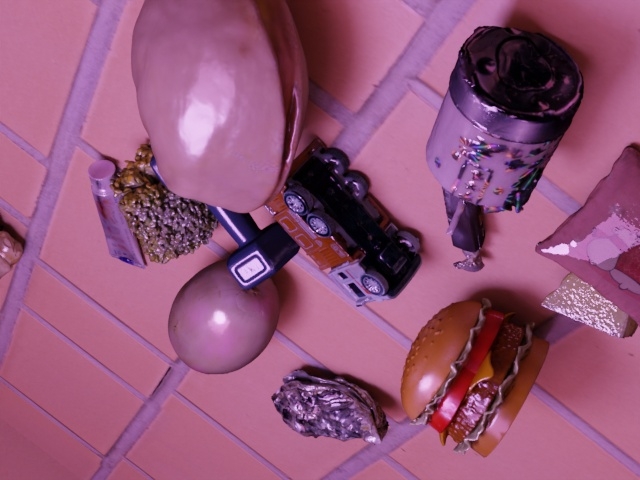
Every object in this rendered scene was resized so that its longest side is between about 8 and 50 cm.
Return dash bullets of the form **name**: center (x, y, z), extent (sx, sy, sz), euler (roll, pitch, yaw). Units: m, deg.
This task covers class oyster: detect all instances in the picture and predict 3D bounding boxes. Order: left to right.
- **oyster**: center (0.026, 0.386, 2.172), extent (0.162, 0.158, 0.351), euler (23, 173, -43)

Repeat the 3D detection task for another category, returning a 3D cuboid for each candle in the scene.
- **candle**: center (0.250, -0.144, 1.407), extent (0.187, 0.187, 0.330), euler (29, 143, 10)

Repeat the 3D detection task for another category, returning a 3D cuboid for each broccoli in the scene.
- **broccoli**: center (-0.349, -0.065, 1.950), extent (0.273, 0.180, 0.242), euler (10, 129, 29)

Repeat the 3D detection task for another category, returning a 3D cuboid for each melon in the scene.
- **melon**: center (-0.207, 0.167, 2.049), extent (0.223, 0.223, 0.317), euler (40, 140, -4)

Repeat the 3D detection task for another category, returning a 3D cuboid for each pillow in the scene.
- **pillow**: center (0.479, 0.006, 1.446), extent (0.236, 0.084, 0.223), euler (40, 120, -1)

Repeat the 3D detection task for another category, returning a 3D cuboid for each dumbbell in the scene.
- **dumbbell**: center (-0.180, -0.068, 1.813), extent (0.316, 0.156, 0.144), euler (53, 147, -7)

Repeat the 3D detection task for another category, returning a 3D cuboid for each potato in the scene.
- **potato**: center (0.462, 0.080, 1.586), extent (0.149, 0.081, 0.120), euler (23, 105, 32)

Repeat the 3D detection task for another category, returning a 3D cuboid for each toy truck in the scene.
- **toy truck**: center (0.031, -0.020, 1.750), extent (0.305, 0.136, 0.162), euler (48, 148, -9)

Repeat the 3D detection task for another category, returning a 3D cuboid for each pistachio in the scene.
- **pistachio**: center (-0.164, -0.251, 1.565), extent (0.365, 0.281, 0.445), euler (36, 135, 35)

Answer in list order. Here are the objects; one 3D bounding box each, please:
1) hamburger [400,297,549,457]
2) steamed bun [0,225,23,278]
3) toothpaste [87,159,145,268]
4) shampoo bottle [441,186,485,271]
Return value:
- **hamburger**: center (0.260, 0.234, 1.721), extent (0.212, 0.274, 0.274), euler (29, 142, 7)
- **steamed bun**: center (-0.848, 0.008, 2.481), extent (0.177, 0.106, 0.192), euler (54, 150, -4)
- **toothpaste**: center (-0.462, -0.048, 2.160), extent (0.100, 0.066, 0.323), euler (18, 143, 15)
- **shampoo bottle**: center (0.245, -0.030, 1.632), extent (0.064, 0.057, 0.207), euler (9, 134, 30)
